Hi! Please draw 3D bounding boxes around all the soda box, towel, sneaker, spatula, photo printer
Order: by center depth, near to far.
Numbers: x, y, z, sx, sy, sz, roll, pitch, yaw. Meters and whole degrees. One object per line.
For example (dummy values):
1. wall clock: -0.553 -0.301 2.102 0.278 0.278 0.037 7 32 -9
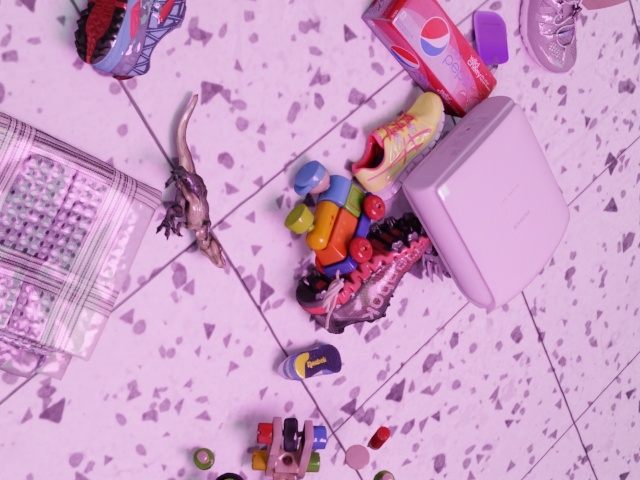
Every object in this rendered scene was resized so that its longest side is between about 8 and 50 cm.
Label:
1. towel: -0.404 0.019 1.383 0.312 0.056 0.324 28 88 -40
2. sneaker: -0.234 -0.342 1.383 0.261 0.104 0.125 -61 147 1
3. soda box: 0.188 -0.318 1.703 0.263 0.083 0.092 42 78 -38
4. sneaker: 0.130 -0.170 1.706 0.094 0.081 0.208 35 87 -34
5. photo printer: 0.297 -0.051 1.730 0.256 0.107 0.307 -45 122 -23
6. sneaker: 0.091 0.062 1.738 0.276 0.098 0.135 -36 126 -13
7. sneaker: -0.017 0.212 1.748 0.144 0.059 0.053 1 73 -53
8. sneaker: 0.428 -0.429 1.827 0.105 0.115 0.281 -31 121 -26
9. spatula: 0.300 -0.264 1.840 0.084 0.030 0.296 -9 110 -38

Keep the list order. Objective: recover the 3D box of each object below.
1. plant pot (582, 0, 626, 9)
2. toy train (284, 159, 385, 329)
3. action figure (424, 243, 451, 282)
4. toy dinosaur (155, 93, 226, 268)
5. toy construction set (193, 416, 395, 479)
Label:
1. plant pot: 0.537 -0.501 1.899 0.109 0.096 0.109 29 87 -40
2. toy train: 0.000 0.000 1.611 0.143 0.105 0.248 38 53 -27
3. action figure: 0.265 -0.026 1.856 0.285 0.099 0.185 -15 121 -29
4. toy dinosaur: -0.196 -0.071 1.494 0.118 0.064 0.268 -52 139 -62
5. toy construction set: -0.024 0.424 1.730 0.309 0.257 0.237 -24 164 -12
